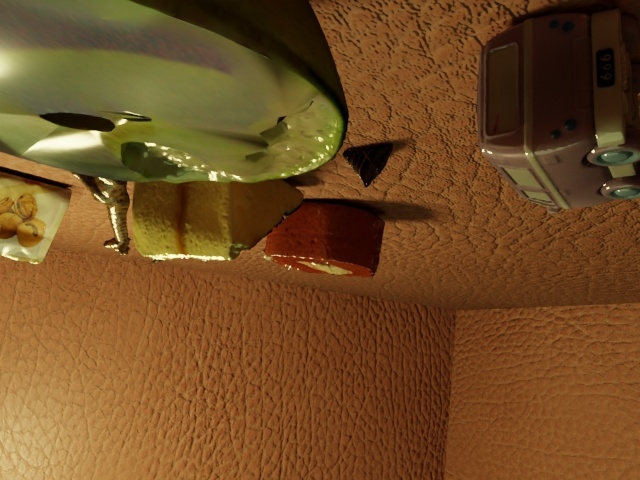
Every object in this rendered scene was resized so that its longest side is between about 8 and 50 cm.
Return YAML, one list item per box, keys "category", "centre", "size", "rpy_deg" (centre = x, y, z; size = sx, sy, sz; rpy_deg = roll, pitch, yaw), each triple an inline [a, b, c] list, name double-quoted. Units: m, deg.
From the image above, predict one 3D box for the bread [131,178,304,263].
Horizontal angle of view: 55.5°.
- category: "bread"
  centre: [-0.190, -0.046, 1.162]
  size: [0.263, 0.199, 0.236]
  rpy_deg: [3, 177, 29]

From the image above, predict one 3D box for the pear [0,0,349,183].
- category: "pear"
  centre: [-0.158, -0.172, 0.480]
  size: [0.398, 0.165, 0.399]
  rpy_deg: [6, 170, 1]

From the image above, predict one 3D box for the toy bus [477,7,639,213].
- category: "toy bus"
  centre: [0.247, -0.118, 0.603]
  size: [0.142, 0.142, 0.202]
  rpy_deg: [-6, 163, 31]

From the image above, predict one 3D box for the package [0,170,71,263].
- category: "package"
  centre: [-0.783, -0.099, 1.422]
  size: [0.311, 0.221, 0.165]
  rpy_deg: [13, -152, -41]

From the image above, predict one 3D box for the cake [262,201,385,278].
- category: "cake"
  centre: [0.000, 0.000, 1.366]
  size: [0.282, 0.151, 0.177]
  rpy_deg: [6, 175, 32]

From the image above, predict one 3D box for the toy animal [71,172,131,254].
- category: "toy animal"
  centre: [-0.391, -0.084, 1.085]
  size: [0.149, 0.054, 0.276]
  rpy_deg: [-14, 130, 18]

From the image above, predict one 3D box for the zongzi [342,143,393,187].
- category: "zongzi"
  centre: [0.073, -0.110, 0.936]
  size: [0.067, 0.074, 0.083]
  rpy_deg: [31, 159, -22]
